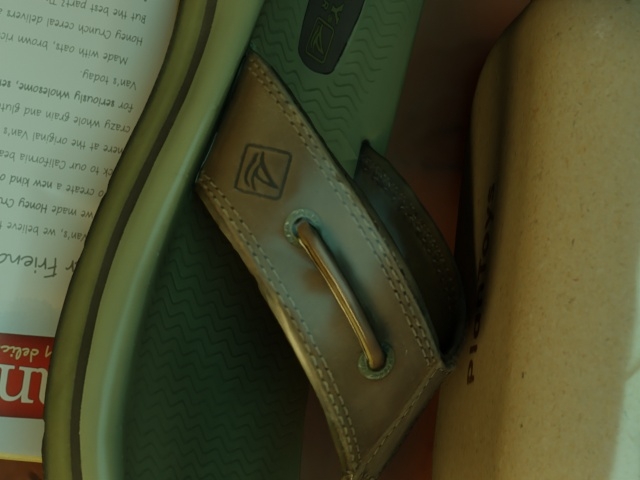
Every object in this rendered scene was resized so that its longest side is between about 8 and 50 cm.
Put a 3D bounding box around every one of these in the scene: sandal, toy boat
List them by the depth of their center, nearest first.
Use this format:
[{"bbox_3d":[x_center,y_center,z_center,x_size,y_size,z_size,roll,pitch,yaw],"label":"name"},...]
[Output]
[{"bbox_3d":[0.000,-0.002,0.521,0.120,0.086,0.303,25,76,-61],"label":"sandal"},{"bbox_3d":[0.119,0.033,0.543,0.151,0.151,0.231,7,82,-6],"label":"toy boat"}]

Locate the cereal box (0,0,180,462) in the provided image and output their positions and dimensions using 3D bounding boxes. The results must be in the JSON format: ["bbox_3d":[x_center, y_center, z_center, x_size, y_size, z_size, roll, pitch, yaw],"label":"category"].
[{"bbox_3d":[-0.128,-0.063,0.518,0.173,0.047,0.240,10,87,-21],"label":"cereal box"}]
